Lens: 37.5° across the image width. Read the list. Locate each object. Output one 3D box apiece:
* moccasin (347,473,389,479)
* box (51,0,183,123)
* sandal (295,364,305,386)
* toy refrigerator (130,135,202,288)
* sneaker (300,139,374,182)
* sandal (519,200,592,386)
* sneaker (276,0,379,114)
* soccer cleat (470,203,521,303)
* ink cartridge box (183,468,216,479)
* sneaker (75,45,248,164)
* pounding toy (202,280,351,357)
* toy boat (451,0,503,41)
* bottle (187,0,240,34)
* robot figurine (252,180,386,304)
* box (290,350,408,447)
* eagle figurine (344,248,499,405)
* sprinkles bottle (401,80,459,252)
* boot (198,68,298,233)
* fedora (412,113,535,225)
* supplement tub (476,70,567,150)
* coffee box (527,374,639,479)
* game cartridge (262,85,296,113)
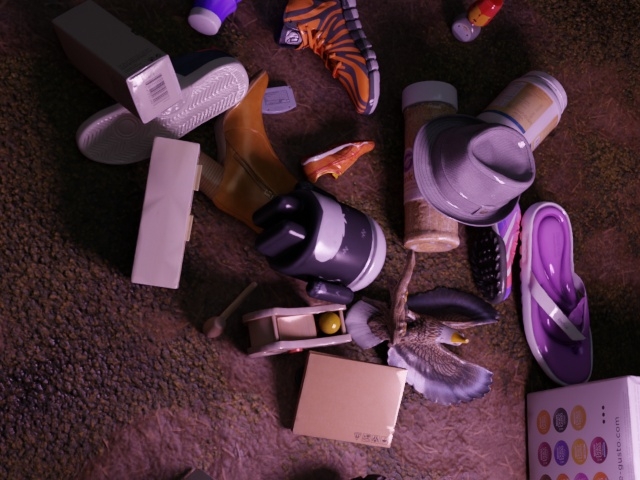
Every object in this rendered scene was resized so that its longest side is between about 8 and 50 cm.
[{"bbox_3d":[-0.001,0.580,1.722,0.380,0.139,0.147,-42,95,-25],"label":"moccasin"},{"bbox_3d":[-0.376,-0.334,1.738,0.094,0.113,0.275,-37,54,-19],"label":"box"},{"bbox_3d":[0.030,0.307,1.857,0.179,0.040,0.067,35,67,-10],"label":"sandal"},{"bbox_3d":[-0.282,-0.048,1.751,0.094,0.102,0.269,8,86,-6],"label":"toy refrigerator"},{"bbox_3d":[0.038,-0.169,1.981,0.175,0.064,0.067,-23,106,-20],"label":"sneaker"},{"bbox_3d":[0.519,0.120,2.041,0.170,0.102,0.416,-13,91,-25],"label":"sandal"},{"bbox_3d":[0.005,-0.402,1.997,0.180,0.124,0.321,-11,70,-20],"label":"sneaker"},{"bbox_3d":[0.393,-0.018,2.051,0.117,0.109,0.318,4,72,-26],"label":"soccer cleat"},{"bbox_3d":[-0.164,0.560,1.609,0.207,0.354,0.119,-40,128,-23],"label":"ink cartridge box"},{"bbox_3d":[-0.316,-0.270,1.836,0.350,0.131,0.148,-25,42,-8],"label":"sneaker"},{"bbox_3d":[-0.080,0.139,1.794,0.270,0.154,0.154,-5,79,-23],"label":"pounding toy"},{"bbox_3d":[0.331,-0.623,2.172,0.268,0.148,0.318,0,69,-27],"label":"toy boat"},{"bbox_3d":[-0.192,-0.558,1.960,0.118,0.092,0.282,26,69,-13],"label":"bottle"},{"bbox_3d":[-0.001,0.003,1.827,0.278,0.174,0.209,20,89,-40],"label":"robot figurine"},{"bbox_3d":[0.057,0.309,1.825,0.201,0.021,0.164,11,96,-12],"label":"box"},{"bbox_3d":[0.224,0.189,1.910,0.226,0.225,0.298,-47,138,12],"label":"eagle figurine"},{"bbox_3d":[0.235,-0.158,2.013,0.121,0.121,0.355,6,75,-20],"label":"sprinkles bottle"},{"bbox_3d":[-0.122,-0.178,1.897,0.211,0.104,0.295,35,72,-16],"label":"boot"},{"bbox_3d":[0.335,-0.158,1.926,0.276,0.124,0.243,13,70,-29],"label":"fedora"},{"bbox_3d":[0.448,-0.275,2.114,0.144,0.144,0.200,48,65,-5],"label":"supplement tub"},{"bbox_3d":[0.652,0.471,1.902,0.338,0.334,0.337,8,73,-22],"label":"coffee box"},{"bbox_3d":[-0.095,-0.294,1.975,0.083,0.017,0.055,-11,78,-24],"label":"game cartridge"}]
